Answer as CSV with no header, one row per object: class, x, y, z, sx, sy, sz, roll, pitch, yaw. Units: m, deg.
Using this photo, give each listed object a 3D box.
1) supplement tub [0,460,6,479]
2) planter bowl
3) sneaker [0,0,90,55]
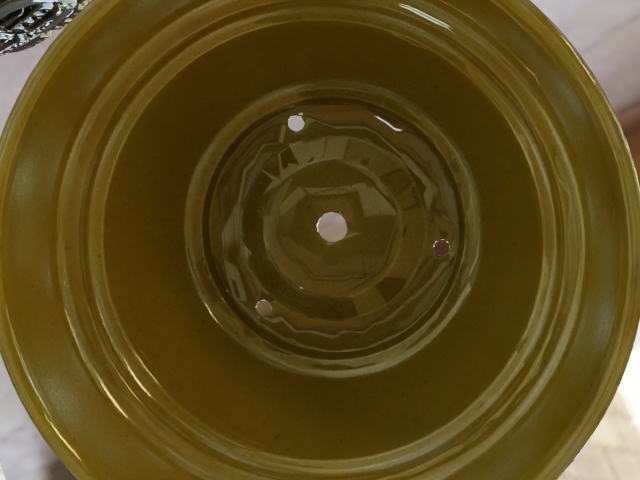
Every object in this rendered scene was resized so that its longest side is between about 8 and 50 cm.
supplement tub,-0.280,0.136,0.716,0.272,0.191,0.191,-21,160,32
planter bowl,0.000,0.000,0.609,0.217,0.217,0.090,-26,-176,8
sneaker,-0.227,-0.116,0.829,0.286,0.130,0.109,-26,175,28
